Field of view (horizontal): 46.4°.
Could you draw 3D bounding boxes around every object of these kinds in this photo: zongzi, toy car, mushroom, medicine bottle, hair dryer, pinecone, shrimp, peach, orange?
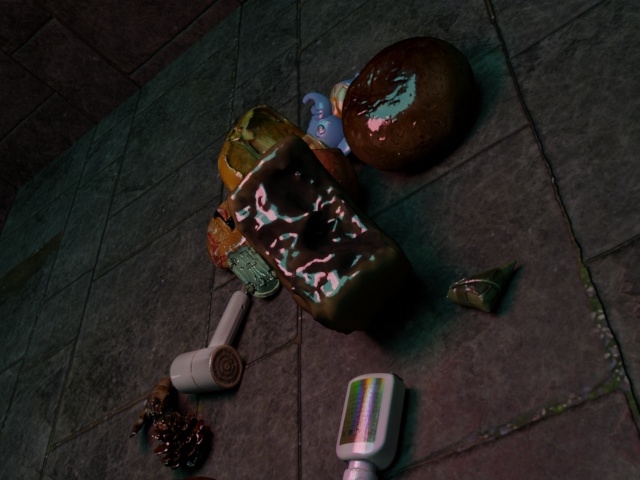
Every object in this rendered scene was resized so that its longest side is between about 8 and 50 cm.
[{"bbox_3d":[0.310,0.079,1.445,0.109,0.055,0.119,7,51,53],"label":"zongzi"},{"bbox_3d":[-0.176,0.087,1.951,0.093,0.058,0.186,-29,52,-21],"label":"toy car"},{"bbox_3d":[0.206,-0.329,1.811,0.345,0.239,0.346,-10,77,51],"label":"mushroom"},{"bbox_3d":[0.090,0.361,1.399,0.115,0.078,0.219,-16,47,37],"label":"medicine bottle"},{"bbox_3d":[-0.244,0.228,1.915,0.173,0.107,0.357,-15,38,40],"label":"hair dryer"},{"bbox_3d":[-0.330,0.462,1.747,0.140,0.121,0.140,-25,36,21],"label":"pinecone"},{"bbox_3d":[-0.428,0.431,1.860,0.169,0.058,0.296,-59,7,-5],"label":"shrimp"},{"bbox_3d":[-0.004,-0.134,1.856,0.232,0.232,0.233,-30,39,27],"label":"peach"},{"bbox_3d":[-0.149,-0.213,2.051,0.196,0.262,0.335,-22,35,49],"label":"orange"}]

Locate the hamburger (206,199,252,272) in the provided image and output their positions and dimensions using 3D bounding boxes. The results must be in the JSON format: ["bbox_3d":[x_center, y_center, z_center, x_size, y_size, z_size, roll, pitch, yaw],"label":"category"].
[{"bbox_3d":[-0.237,-0.014,2.111,0.230,0.107,0.231,-22,46,25],"label":"hamburger"}]

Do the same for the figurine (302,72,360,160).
[{"bbox_3d":[0.037,-0.317,1.997,0.179,0.154,0.262,12,81,22],"label":"figurine"}]

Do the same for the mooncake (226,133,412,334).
[{"bbox_3d":[0.000,0.000,1.566,0.246,0.393,0.394,-45,23,5],"label":"mooncake"}]

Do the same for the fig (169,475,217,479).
[{"bbox_3d":[-0.264,0.621,1.511,0.145,0.170,0.274,-13,68,36],"label":"fig"}]
